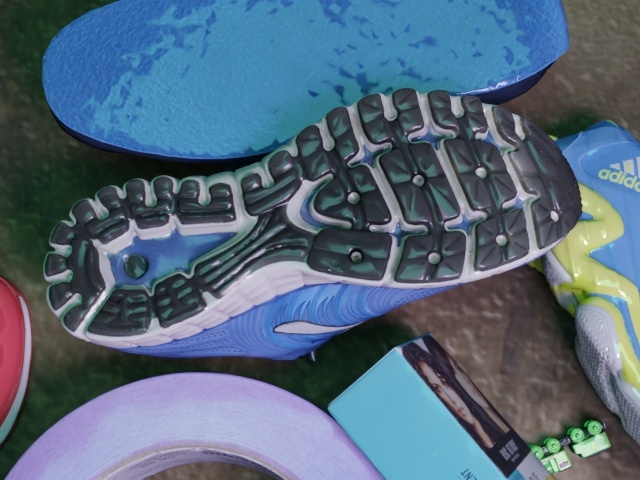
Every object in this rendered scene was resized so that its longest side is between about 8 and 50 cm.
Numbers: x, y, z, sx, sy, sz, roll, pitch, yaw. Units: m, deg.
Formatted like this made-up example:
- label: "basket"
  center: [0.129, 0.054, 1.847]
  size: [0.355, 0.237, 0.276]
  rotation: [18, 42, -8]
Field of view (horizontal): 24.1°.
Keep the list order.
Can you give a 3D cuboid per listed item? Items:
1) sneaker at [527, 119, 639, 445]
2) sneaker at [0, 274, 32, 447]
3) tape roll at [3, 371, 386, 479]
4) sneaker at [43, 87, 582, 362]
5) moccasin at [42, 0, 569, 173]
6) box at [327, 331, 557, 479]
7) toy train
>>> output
- label: "sneaker"
  center: [0.210, 0.020, 0.969]
  size: [0.126, 0.091, 0.240]
  rotation: [-27, 74, -5]
- label: "sneaker"
  center: [-0.253, 0.115, 0.947]
  size: [0.087, 0.128, 0.221]
  rotation: [16, 77, 6]
- label: "tape roll"
  center: [-0.074, 0.224, 0.933]
  size: [0.275, 0.090, 0.274]
  rotation: [-1, 76, 3]
- label: "sneaker"
  center: [0.000, 0.000, 0.953]
  size: [0.330, 0.147, 0.129]
  rotation: [-11, 73, 6]
- label: "moccasin"
  center: [-0.008, -0.102, 1.002]
  size: [0.342, 0.117, 0.137]
  rotation: [-3, 84, -3]
- label: "box"
  center: [0.115, 0.170, 0.920]
  size: [0.060, 0.100, 0.244]
  rotation: [-43, 81, 14]
- label: "toy train"
  center: [0.150, 0.142, 0.981]
  size: [0.083, 0.017, 0.023]
  rotation: [-23, 87, -3]
